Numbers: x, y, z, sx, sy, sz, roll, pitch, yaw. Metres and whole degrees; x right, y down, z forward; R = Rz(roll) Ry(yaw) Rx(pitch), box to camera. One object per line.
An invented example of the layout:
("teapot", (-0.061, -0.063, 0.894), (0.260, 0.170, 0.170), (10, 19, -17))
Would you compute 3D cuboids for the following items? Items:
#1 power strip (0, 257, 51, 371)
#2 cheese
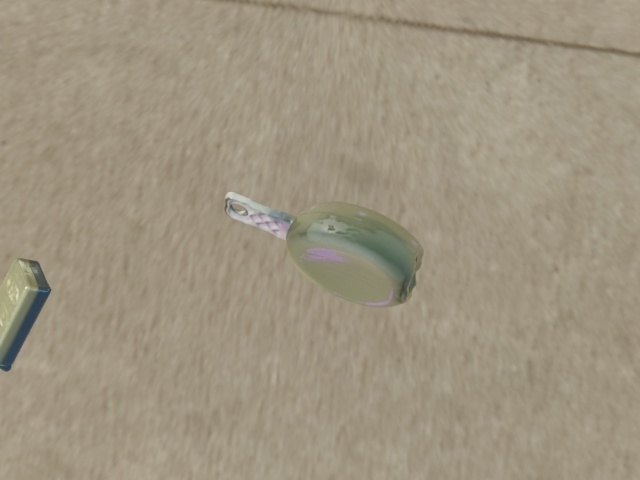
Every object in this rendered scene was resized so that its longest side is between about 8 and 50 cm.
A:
("power strip", (-0.338, 0.082, 1.864), (0.032, 0.056, 0.123), (12, 121, -35))
("cheese", (0.000, 0.000, 1.850), (0.227, 0.137, 0.064), (21, 58, 6))
